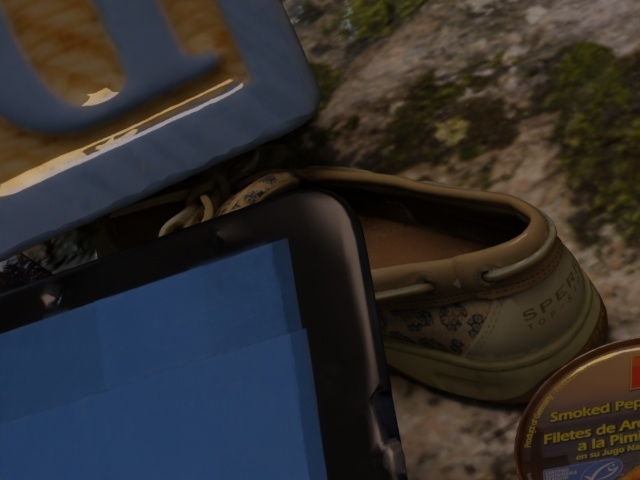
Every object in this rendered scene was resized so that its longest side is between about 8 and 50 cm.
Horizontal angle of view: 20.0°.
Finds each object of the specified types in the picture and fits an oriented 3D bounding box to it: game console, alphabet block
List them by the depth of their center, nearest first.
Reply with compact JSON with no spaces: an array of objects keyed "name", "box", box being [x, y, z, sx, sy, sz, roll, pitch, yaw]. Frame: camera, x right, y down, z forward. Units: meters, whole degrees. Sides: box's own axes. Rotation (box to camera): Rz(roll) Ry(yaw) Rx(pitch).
[{"name":"game console","box":[-0.121,0.127,0.684,0.293,0.173,0.250,-20,9,24]},{"name":"alphabet block","box":[-0.124,-0.123,0.937,0.193,0.192,0.197,-22,11,1]}]

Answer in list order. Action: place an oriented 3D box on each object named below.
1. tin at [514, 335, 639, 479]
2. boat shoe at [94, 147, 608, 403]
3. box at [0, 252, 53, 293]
[{"name":"tin","box":[0.175,0.079,0.738,0.189,0.040,0.106,-12,46,15]},{"name":"boat shoe","box":[0.000,0.000,0.868,0.285,0.089,0.105,7,51,33]},{"name":"box","box":[-0.104,0.086,0.855,0.087,0.058,0.232,-44,44,-20]}]
